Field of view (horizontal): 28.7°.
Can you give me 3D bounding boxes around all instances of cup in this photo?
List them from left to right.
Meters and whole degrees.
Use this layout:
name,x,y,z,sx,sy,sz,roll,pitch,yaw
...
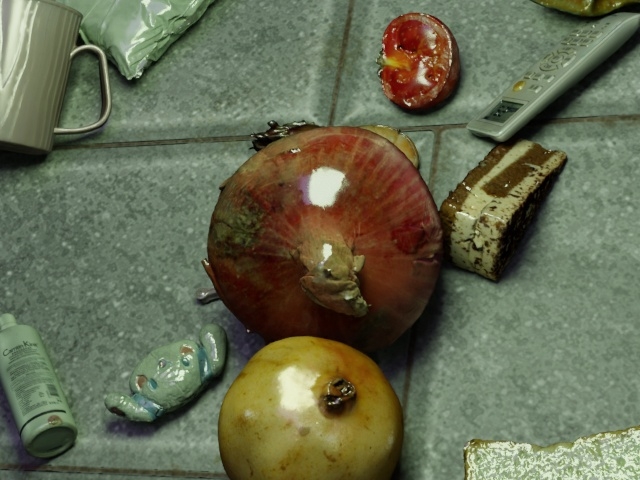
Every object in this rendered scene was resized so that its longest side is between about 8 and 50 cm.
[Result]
name,x,y,z,sx,sy,sz,roll,pitch,yaw
cup,-0.526,-0.295,2.218,0.208,0.288,0.273,7,87,54

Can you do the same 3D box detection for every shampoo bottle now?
name,x,y,z,sx,sy,sz,roll,pitch,yaw
shampoo bottle,-0.461,0.216,1.969,0.085,0.085,0.262,-31,53,-1

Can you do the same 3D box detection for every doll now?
name,x,y,z,sx,sy,sz,roll,pitch,yaw
doll,-0.227,0.207,1.900,0.214,0.071,0.103,-32,62,-11

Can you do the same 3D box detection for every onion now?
name,x,y,z,sx,sy,sz,roll,pitch,yaw
onion,0.003,0.009,1.806,0.353,0.354,0.354,-9,57,14

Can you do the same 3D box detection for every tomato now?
name,x,y,z,sx,sy,sz,roll,pitch,yaw
tomato,0.170,-0.290,2.060,0.139,0.091,0.159,1,86,31

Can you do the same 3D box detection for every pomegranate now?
name,x,y,z,sx,sy,sz,roll,pitch,yaw
pomegranate,-0.014,0.256,1.671,0.264,0.264,0.264,-9,57,14

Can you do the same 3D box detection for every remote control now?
name,x,y,z,sx,sy,sz,roll,pitch,yaw
remote control,0.376,-0.258,1.977,0.313,0.055,0.109,-41,24,-8

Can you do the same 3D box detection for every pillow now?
name,x,y,z,sx,sy,sz,roll,pitch,yaw
pillow,-0.353,-0.456,2.320,0.310,0.138,0.283,32,77,30

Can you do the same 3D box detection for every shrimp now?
name,x,y,z,sx,sy,sz,roll,pitch,yaw
shrimp,0.013,-0.108,2.019,0.289,0.075,0.178,5,63,8

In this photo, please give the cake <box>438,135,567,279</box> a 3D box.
name,x,y,z,sx,sy,sz,roll,pitch,yaw
cake,0.272,-0.048,1.898,0.112,0.135,0.246,23,39,22

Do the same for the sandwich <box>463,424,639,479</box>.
name,x,y,z,sx,sy,sz,roll,pitch,yaw
sandwich,0.321,0.363,1.584,0.288,0.100,0.254,-10,50,14

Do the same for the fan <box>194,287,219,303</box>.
name,x,y,z,sx,sy,sz,roll,pitch,yaw
fan,-0.063,0.063,1.960,0.282,0.023,0.057,-15,64,10

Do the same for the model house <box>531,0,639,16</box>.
name,x,y,z,sx,sy,sz,roll,pitch,yaw
model house,0.465,-0.456,2.002,0.268,0.173,0.239,24,68,34
